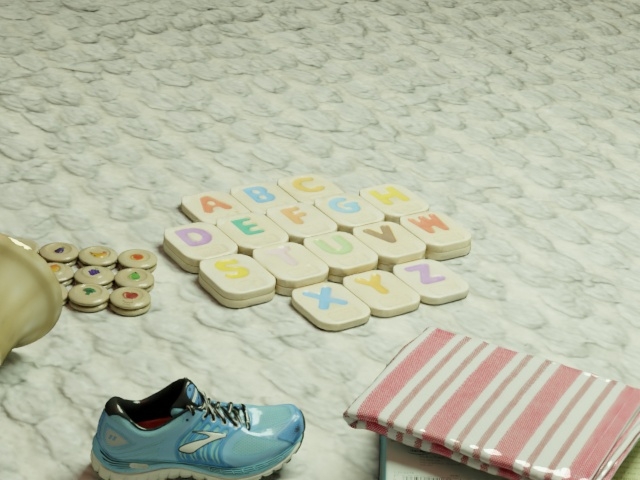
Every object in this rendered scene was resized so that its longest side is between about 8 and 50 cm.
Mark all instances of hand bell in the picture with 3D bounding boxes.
[{"bbox_3d":[-0.285,0.112,1.108,0.126,0.126,0.242,7,39,3],"label":"hand bell"}]

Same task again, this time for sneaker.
[{"bbox_3d":[-0.088,0.138,1.099,0.162,0.073,0.063,-4,29,-18],"label":"sneaker"}]

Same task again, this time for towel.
[{"bbox_3d":[0.132,0.127,1.083,0.197,0.029,0.144,16,29,25],"label":"towel"}]

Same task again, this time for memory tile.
[{"bbox_3d":[-0.224,0.031,1.346,0.148,0.012,0.113,4,27,-2],"label":"memory tile"}]

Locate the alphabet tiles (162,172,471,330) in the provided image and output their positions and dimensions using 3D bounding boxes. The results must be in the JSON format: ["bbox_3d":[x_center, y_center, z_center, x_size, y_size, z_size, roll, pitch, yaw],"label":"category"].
[{"bbox_3d":[0.000,0.000,1.441,0.284,0.021,0.278,-13,32,-30],"label":"alphabet tiles"}]

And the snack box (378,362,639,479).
[{"bbox_3d":[0.204,0.176,1.096,0.322,0.060,0.187,5,27,0],"label":"snack box"}]
